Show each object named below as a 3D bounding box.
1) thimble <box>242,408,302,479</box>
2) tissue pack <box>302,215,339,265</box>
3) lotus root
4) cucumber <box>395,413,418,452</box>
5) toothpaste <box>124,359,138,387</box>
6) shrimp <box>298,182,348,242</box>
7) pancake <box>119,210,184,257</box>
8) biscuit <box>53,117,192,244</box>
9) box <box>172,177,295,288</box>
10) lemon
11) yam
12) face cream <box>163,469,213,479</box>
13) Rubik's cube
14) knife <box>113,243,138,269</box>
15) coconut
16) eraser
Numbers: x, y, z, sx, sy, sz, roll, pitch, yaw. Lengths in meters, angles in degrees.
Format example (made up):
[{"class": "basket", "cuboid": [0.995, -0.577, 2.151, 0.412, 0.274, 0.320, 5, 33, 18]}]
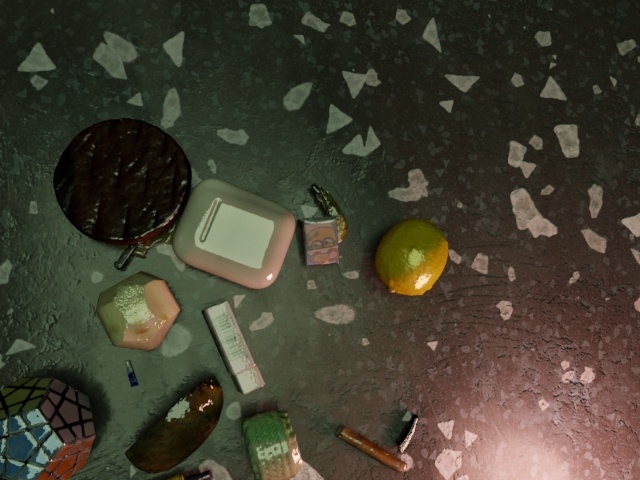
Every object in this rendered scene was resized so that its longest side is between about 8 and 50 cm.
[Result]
[{"class": "thimble", "cuboid": [-0.147, 0.627, 1.671, 0.150, 0.219, 0.219, -13, 87, -14]}, {"class": "tissue pack", "cuboid": [0.000, 0.000, 1.827, 0.116, 0.065, 0.155, -3, 103, -5]}, {"class": "lotus root", "cuboid": [-0.406, 0.559, 1.645, 0.314, 0.210, 0.142, -44, 83, 0]}, {"class": "cucumber", "cuboid": [0.294, 0.647, 1.853, 0.034, 0.033, 0.135, 39, 78, -9]}, {"class": "toothpaste", "cuboid": [-0.582, 0.409, 1.699, 0.024, 0.015, 0.083, -16, 92, -6]}, {"class": "shrimp", "cuboid": [0.000, -0.081, 1.867, 0.150, 0.051, 0.217, -29, 94, -7]}, {"class": "pancake", "cuboid": [-0.549, -0.058, 1.753, 0.235, 0.029, 0.212, -31, 90, -16]}, {"class": "biscuit", "cuboid": [-0.602, -0.181, 1.705, 0.407, 0.091, 0.407, 1, 75, -4]}, {"class": "box", "cuboid": [-0.270, -0.021, 1.752, 0.349, 0.141, 0.288, 22, 80, -10]}, {"class": "lemon", "cuboid": [0.301, 0.051, 1.826, 0.233, 0.233, 0.288, 36, 70, -6]}, {"class": "yam", "cuboid": [0.171, 0.689, 1.816, 0.264, 0.046, 0.046, 32, 78, -6]}, {"class": "face cream", "cuboid": [-0.456, 0.754, 1.653, 0.273, 0.078, 0.078, -19, 88, -14]}, {"class": "Rubik's cube", "cuboid": [-0.779, 0.530, 1.513, 0.319, 0.264, 0.319, 1, 84, -12]}, {"class": "knife", "cuboid": [-0.581, -0.025, 1.718, 0.072, 0.019, 0.245, 29, 74, -2]}, {"class": "coconut", "cuboid": [-0.533, 0.217, 1.634, 0.241, 0.241, 0.241, 1, 83, -12]}, {"class": "eraser", "cuboid": [-0.273, 0.331, 1.718, 0.086, 0.130, 0.287, -23, 88, -17]}]
